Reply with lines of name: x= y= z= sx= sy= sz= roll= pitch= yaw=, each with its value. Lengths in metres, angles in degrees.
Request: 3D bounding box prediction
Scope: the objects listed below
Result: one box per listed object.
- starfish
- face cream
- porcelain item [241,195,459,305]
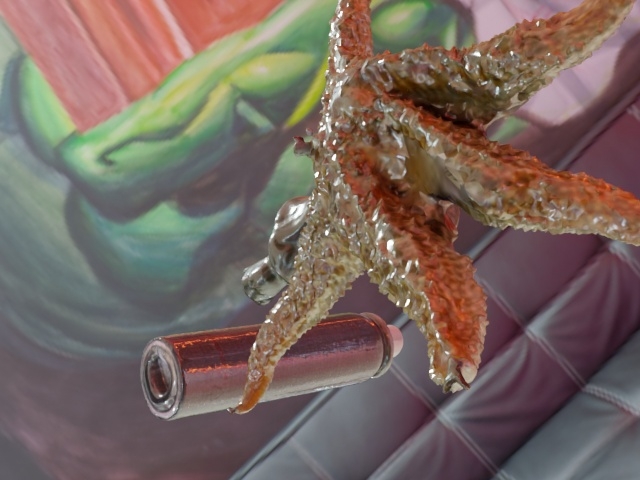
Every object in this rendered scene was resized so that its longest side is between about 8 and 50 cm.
starfish: x=0.042 y=-0.022 z=0.466 sx=0.293 sy=0.084 sz=0.301 roll=14 pitch=85 yaw=60
face cream: x=-0.032 y=0.112 z=0.883 sx=0.284 sy=0.073 sz=0.073 roll=-4 pitch=-16 yaw=-41
porcelain item: x=0.000 y=0.000 z=0.688 sx=0.069 sy=0.081 sz=0.216 roll=-38 pitch=7 yaw=-40
